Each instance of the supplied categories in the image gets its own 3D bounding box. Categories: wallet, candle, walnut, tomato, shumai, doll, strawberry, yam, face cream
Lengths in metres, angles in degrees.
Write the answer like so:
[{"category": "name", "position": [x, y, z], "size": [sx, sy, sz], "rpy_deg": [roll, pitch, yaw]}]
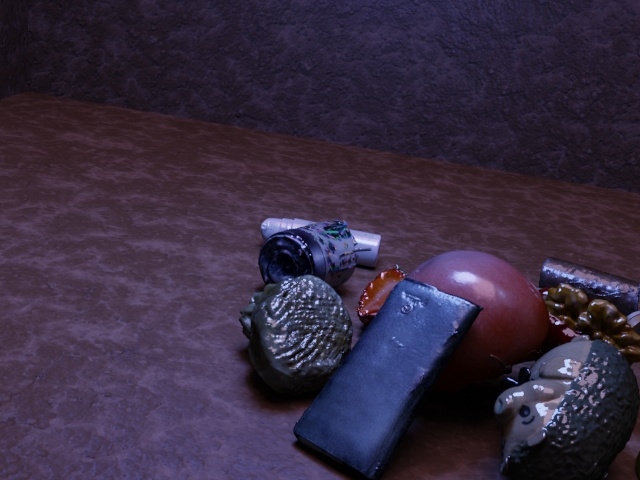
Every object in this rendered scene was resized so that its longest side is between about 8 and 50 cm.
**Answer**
[{"category": "wallet", "position": [0.123, 0.240, 1.464], "size": [0.191, 0.046, 0.379], "rpy_deg": [21, 66, 37]}, {"category": "candle", "position": [-0.001, 0.044, 2.106], "size": [0.187, 0.187, 0.330], "rpy_deg": [22, 22, 33]}, {"category": "walnut", "position": [0.559, 0.209, 1.745], "size": [0.269, 0.244, 0.222], "rpy_deg": [37, 62, 22]}, {"category": "tomato", "position": [0.287, 0.160, 1.663], "size": [0.341, 0.272, 0.341], "rpy_deg": [-27, -5, -3]}, {"category": "shumai", "position": [-0.070, 0.219, 1.677], "size": [0.225, 0.222, 0.260], "rpy_deg": [30, 45, -21]}, {"category": "doll", "position": [0.439, 0.320, 1.462], "size": [0.247, 0.247, 0.349], "rpy_deg": [17, 36, 23]}, {"category": "strawberry", "position": [0.178, 0.171, 1.963], "size": [0.174, 0.098, 0.228], "rpy_deg": [32, 38, 15]}, {"category": "yam", "position": [0.762, 0.136, 2.261], "size": [0.280, 0.131, 0.131], "rpy_deg": [18, 22, 29]}, {"category": "face cream", "position": [0.000, 0.000, 2.349], "size": [0.346, 0.102, 0.102], "rpy_deg": [11, 20, 7]}]

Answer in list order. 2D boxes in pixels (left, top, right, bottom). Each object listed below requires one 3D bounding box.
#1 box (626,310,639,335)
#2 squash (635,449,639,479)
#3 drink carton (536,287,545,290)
[{"category": "box", "position": [0.802, 0.230, 2.033], "size": [0.105, 0.105, 0.037], "rpy_deg": [1, 28, -21]}, {"category": "squash", "position": [0.714, 0.441, 1.488], "size": [0.252, 0.049, 0.252], "rpy_deg": [7, 20, -3]}, {"category": "drink carton", "position": [0.549, 0.201, 1.956], "size": [0.146, 0.142, 0.144], "rpy_deg": [1, 22, -26]}]
